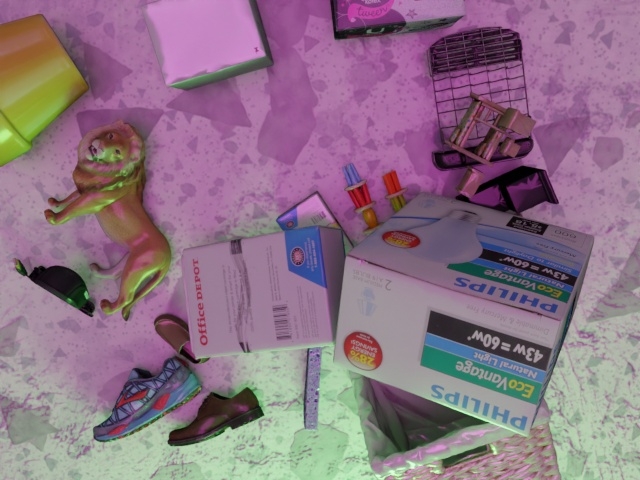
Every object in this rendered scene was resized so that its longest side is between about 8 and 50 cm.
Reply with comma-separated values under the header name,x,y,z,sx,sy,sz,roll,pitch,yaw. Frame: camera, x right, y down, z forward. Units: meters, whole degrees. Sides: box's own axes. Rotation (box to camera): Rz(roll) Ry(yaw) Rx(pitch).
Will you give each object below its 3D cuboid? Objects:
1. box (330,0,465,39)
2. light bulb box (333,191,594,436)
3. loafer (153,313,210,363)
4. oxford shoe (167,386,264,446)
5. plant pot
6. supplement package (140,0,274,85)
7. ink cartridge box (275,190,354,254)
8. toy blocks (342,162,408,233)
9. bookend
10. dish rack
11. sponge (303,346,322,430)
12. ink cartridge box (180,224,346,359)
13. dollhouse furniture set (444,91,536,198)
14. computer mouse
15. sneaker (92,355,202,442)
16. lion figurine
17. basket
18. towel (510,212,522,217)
name,x,y,z,sx,sy,sz,roll,pitch,yaw
box,0.141,-0.485,1.292,0.247,0.142,0.163,-6,99,2
light bulb box,0.262,0.103,1.206,0.358,0.361,0.225,17,117,22
loafer,-0.301,0.216,1.463,0.148,0.050,0.056,37,98,-5
oxford shoe,-0.241,0.388,1.488,0.227,0.083,0.096,-25,79,4
plant pot,-0.593,-0.306,1.292,0.239,0.254,0.254,-32,98,-9
supplement package,-0.206,-0.387,1.282,0.194,0.203,0.149,-16,99,3
ink cartridge box,0.000,0.000,1.417,0.104,0.061,0.181,-33,97,6
toy blocks,0.117,-0.103,1.402,0.123,0.054,0.148,-23,98,5
bookend,0.370,-0.083,1.351,0.156,0.157,0.072,-25,98,4
dish rack,0.320,-0.287,1.362,0.208,0.074,0.272,-9,98,1
sponge,-0.015,0.283,1.438,0.031,0.117,0.210,4,100,-2
ink cartridge box,-0.105,0.104,1.334,0.307,0.129,0.223,-9,86,23
dollhouse furniture set,0.294,-0.172,1.262,0.101,0.161,0.182,25,103,-7
computer mouse,-0.542,0.073,1.358,0.184,0.262,0.060,33,74,0
sneaker,-0.392,0.344,1.478,0.262,0.104,0.125,-31,81,1
lion figurine,-0.408,-0.037,1.396,0.240,0.142,0.392,-27,113,-3
basket,0.263,0.368,1.331,0.328,0.331,0.266,-21,116,5
towel,0.364,0.006,1.416,0.148,0.027,0.110,-22,122,7
